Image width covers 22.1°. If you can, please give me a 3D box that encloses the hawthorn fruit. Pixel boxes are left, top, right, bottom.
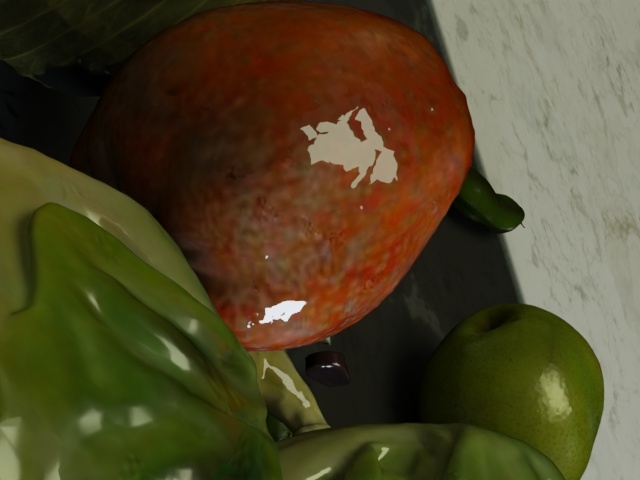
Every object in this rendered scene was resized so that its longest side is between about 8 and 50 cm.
[{"bbox_3d":[-0.011,-0.050,0.967,0.262,0.210,0.210,-30,102,-37],"label":"hawthorn fruit"}]

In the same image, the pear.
[{"bbox_3d":[0.181,0.167,1.468,0.216,0.166,0.180,65,17,-13],"label":"pear"}]

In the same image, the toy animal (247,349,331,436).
[{"bbox_3d":[-0.089,0.077,1.102,0.233,0.121,0.169,40,31,-49],"label":"toy animal"}]

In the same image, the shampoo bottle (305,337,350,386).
[{"bbox_3d":[-0.001,0.001,1.348,0.068,0.067,0.236,25,53,-42],"label":"shampoo bottle"}]

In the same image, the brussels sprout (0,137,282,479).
[{"bbox_3d":[-0.163,0.113,0.781,0.344,0.268,0.344,26,54,-43],"label":"brussels sprout"}]

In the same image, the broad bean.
[{"bbox_3d":[0.149,-0.054,1.661,0.254,0.046,0.065,35,38,-50],"label":"broad bean"}]

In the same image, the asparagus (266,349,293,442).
[{"bbox_3d":[-0.043,0.082,1.249,0.041,0.045,0.178,2,60,-13],"label":"asparagus"}]

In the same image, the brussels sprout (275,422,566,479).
[{"bbox_3d":[0.040,0.250,1.016,0.328,0.247,0.328,10,49,-11],"label":"brussels sprout"}]

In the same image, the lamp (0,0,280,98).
[{"bbox_3d":[-0.113,-0.193,1.061,0.284,0.250,0.250,50,35,-21],"label":"lamp"}]
